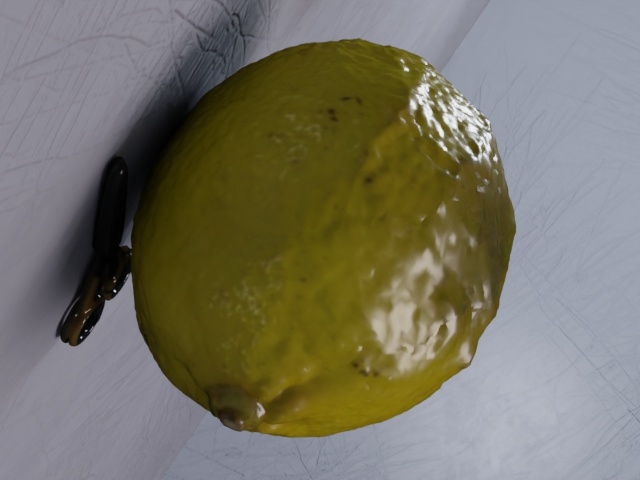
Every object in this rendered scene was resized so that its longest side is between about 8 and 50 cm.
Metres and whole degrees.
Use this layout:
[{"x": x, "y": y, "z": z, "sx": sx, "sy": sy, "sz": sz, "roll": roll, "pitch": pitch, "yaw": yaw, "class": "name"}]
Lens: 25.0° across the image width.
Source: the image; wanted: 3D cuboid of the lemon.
[{"x": 0.000, "y": 0.000, "z": 1.005, "sx": 0.268, "sy": 0.268, "sz": 0.322, "roll": -61, "pitch": -178, "yaw": 37, "class": "lemon"}]

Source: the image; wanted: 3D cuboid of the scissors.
[{"x": -0.147, "y": 0.002, "z": 0.991, "sx": 0.088, "sy": 0.017, "sz": 0.220, "roll": -55, "pitch": 174, "yaw": -29, "class": "scissors"}]
